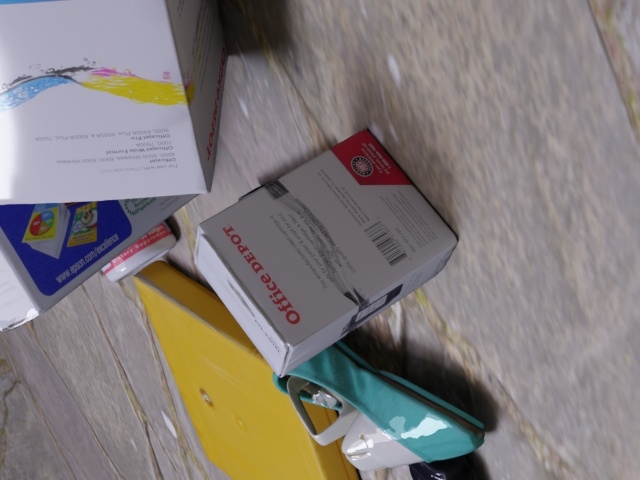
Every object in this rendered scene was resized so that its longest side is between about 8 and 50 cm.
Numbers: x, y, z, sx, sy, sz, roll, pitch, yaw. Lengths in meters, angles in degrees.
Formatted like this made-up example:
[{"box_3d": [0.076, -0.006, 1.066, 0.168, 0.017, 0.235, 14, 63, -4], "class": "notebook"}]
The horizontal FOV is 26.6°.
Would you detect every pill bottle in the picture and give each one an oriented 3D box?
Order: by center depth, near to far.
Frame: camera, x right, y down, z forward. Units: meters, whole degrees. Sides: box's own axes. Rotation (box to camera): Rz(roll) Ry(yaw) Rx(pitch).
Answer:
[{"box_3d": [-0.230, -0.042, 1.457, 0.160, 0.087, 0.087, 58, 158, 0], "class": "pill bottle"}]

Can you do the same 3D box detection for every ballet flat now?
[{"box_3d": [0.039, 0.143, 1.123, 0.083, 0.087, 0.247, 40, 172, -35], "class": "ballet flat"}]

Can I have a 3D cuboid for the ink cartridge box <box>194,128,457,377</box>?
[{"box_3d": [0.001, 0.008, 0.951, 0.109, 0.150, 0.063, 52, 157, 15], "class": "ink cartridge box"}]

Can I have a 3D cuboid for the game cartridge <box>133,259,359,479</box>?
[{"box_3d": [-0.068, 0.188, 1.475, 0.324, 0.053, 0.285, 25, 141, 50], "class": "game cartridge"}]

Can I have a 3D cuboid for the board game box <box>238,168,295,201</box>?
[{"box_3d": [0.000, 0.000, 1.109, 0.126, 0.026, 0.186, 61, 158, -5], "class": "board game box"}]

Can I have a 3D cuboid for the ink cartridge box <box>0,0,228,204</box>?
[{"box_3d": [-0.169, -0.165, 0.979, 0.171, 0.168, 0.232, -87, -8, -46], "class": "ink cartridge box"}]

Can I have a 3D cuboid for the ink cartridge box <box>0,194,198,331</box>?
[{"box_3d": [-0.250, -0.120, 1.155, 0.072, 0.303, 0.307, -24, 100, 31], "class": "ink cartridge box"}]

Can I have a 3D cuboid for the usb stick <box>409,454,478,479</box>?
[{"box_3d": [0.131, 0.286, 1.183, 0.077, 0.045, 0.278, 38, 151, 55], "class": "usb stick"}]
